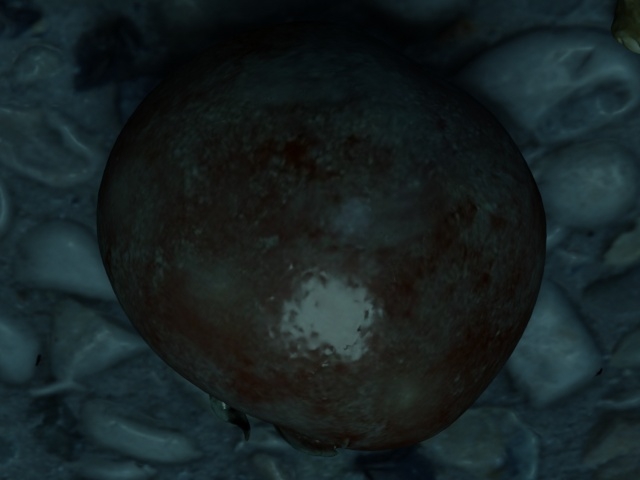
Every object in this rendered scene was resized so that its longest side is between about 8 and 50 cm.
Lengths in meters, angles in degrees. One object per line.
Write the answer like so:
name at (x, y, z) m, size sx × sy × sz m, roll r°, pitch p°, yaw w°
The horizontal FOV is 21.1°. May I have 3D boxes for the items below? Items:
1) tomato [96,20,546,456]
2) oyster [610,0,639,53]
tomato at (0.000, 0.000, 1.197) m, size 0.317 × 0.316 × 0.282 m, roll 25°, pitch 102°, yaw -20°
oyster at (0.357, -0.188, 1.193) m, size 0.294 × 0.094 × 0.166 m, roll 1°, pitch 151°, yaw -2°
